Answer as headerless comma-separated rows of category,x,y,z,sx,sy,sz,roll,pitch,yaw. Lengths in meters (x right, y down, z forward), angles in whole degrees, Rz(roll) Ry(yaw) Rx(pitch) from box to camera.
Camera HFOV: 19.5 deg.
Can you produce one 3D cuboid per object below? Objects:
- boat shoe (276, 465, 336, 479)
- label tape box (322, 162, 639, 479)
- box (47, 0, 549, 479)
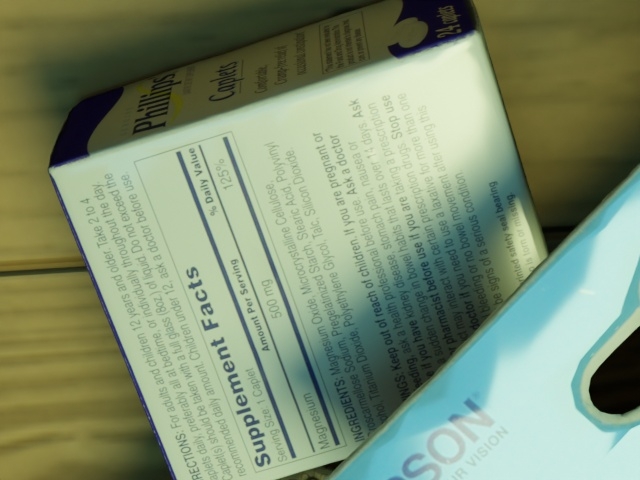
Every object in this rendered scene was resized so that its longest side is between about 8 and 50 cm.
boat shoe,0.063,0.219,0.675,0.355,0.132,0.130,42,123,-15
label tape box,0.196,0.085,0.599,0.348,0.115,0.249,41,98,-15
box,0.000,0.000,0.598,0.137,0.072,0.126,-17,112,5
